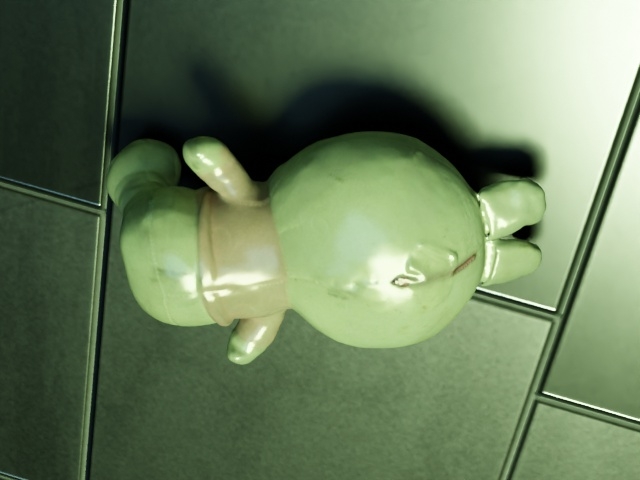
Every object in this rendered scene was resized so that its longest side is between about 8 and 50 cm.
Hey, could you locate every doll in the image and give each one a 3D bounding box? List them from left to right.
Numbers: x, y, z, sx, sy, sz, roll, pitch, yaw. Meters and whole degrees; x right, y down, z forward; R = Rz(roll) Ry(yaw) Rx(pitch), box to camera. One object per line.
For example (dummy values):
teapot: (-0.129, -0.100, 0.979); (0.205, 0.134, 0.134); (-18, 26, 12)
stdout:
doll: (-0.006, 0.006, 0.785); (0.275, 0.113, 0.155); (3, 120, 16)
